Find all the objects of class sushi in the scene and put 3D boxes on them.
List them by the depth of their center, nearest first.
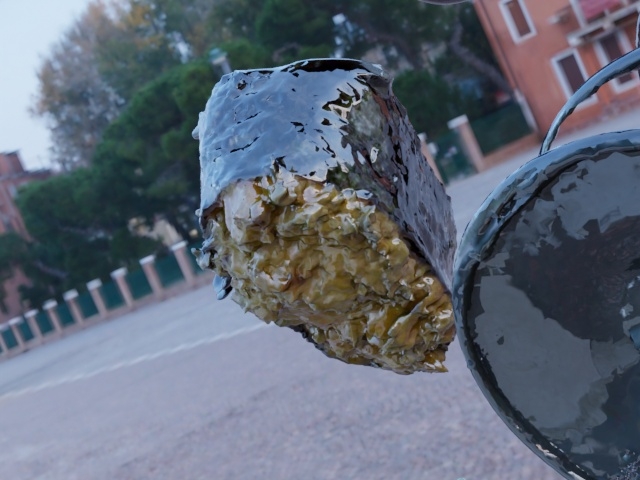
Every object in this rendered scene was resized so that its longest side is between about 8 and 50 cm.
[{"bbox_3d":[0.000,0.000,0.936,0.234,0.348,0.207,-15,50,24],"label":"sushi"}]

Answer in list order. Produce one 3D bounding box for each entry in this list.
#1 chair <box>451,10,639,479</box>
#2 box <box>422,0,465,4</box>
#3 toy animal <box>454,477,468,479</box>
[{"bbox_3d":[0.254,-0.053,0.560,0.226,0.226,0.401,-21,18,44],"label":"chair"},{"bbox_3d":[0.044,-0.402,1.002,0.108,0.404,0.263,-59,-1,-38],"label":"box"},{"bbox_3d":[0.088,0.303,0.859,0.094,0.225,0.121,13,30,-22],"label":"toy animal"}]
